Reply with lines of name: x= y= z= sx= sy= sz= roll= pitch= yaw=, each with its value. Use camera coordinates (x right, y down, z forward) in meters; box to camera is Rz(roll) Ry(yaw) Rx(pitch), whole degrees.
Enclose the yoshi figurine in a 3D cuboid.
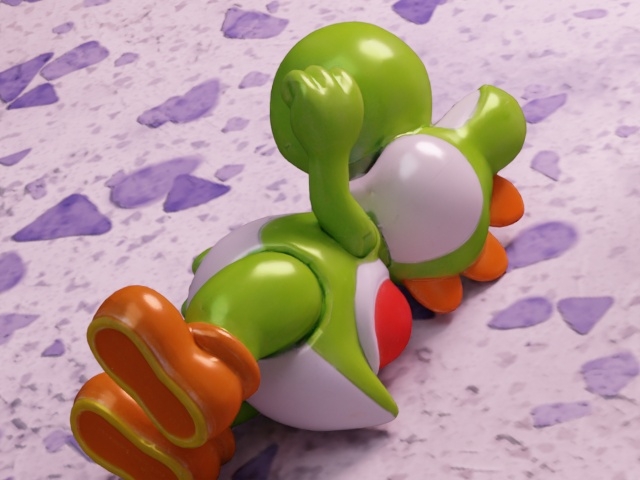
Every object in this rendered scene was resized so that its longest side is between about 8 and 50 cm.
yoshi figurine: x=-0.022 y=-0.014 z=1.263 sx=0.204 sy=0.203 sz=0.362 roll=9 pitch=41 yaw=44
